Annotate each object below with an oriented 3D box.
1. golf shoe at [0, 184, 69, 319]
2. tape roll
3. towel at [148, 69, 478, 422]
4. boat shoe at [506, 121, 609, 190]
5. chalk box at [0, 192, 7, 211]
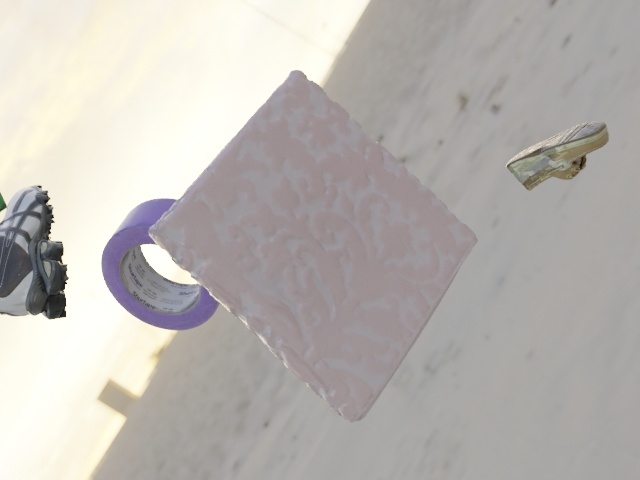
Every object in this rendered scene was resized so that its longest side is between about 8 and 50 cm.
[{"bbox_3d":[-0.287,0.006,1.319,0.198,0.094,0.077,-123,31,-60],"label":"golf shoe"},{"bbox_3d":[-0.224,0.036,2.128,0.189,0.189,0.080,-61,2,39],"label":"tape roll"},{"bbox_3d":[0.000,0.000,1.728,0.317,0.332,0.053,-53,12,-34],"label":"towel"},{"bbox_3d":[0.255,-0.087,1.505,0.050,0.045,0.135,-39,11,-34],"label":"boat shoe"},{"bbox_3d":[-0.564,-0.046,1.987,0.132,0.132,0.213,-11,22,30],"label":"chalk box"}]
